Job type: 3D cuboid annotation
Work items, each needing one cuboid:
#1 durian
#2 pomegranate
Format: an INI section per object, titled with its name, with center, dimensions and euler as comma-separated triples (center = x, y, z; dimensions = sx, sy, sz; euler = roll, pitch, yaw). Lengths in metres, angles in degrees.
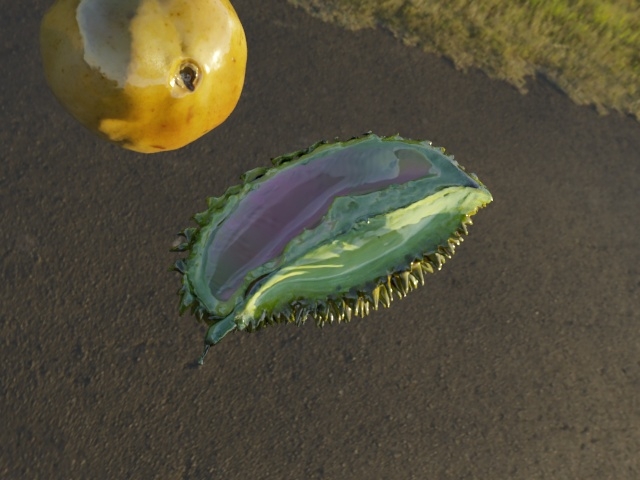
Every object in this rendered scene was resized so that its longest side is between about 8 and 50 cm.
[durian]
center = 0.000, 0.005, 0.472
dimensions = 0.221, 0.095, 0.137
euler = -24, 42, -14
[pomegranate]
center = -0.187, -0.207, 0.736
dimensions = 0.233, 0.233, 0.233
euler = 18, 49, -22
